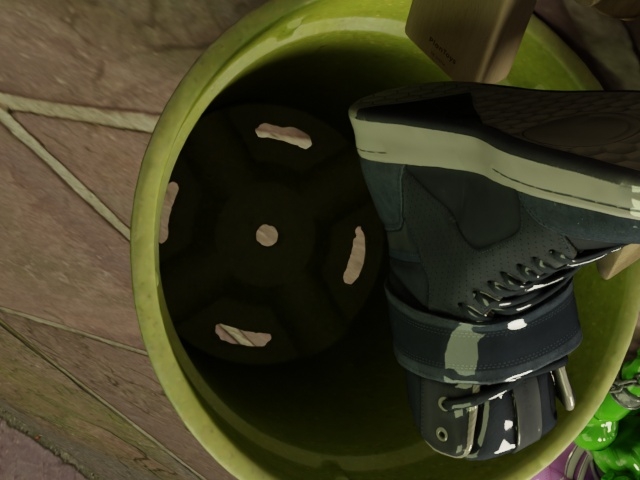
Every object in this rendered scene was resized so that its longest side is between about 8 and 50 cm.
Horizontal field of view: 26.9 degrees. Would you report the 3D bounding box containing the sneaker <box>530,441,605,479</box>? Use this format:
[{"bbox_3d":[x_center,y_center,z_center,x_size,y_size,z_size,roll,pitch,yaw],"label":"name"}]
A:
[{"bbox_3d":[0.181,0.228,1.198,0.102,0.161,0.282,15,155,37],"label":"sneaker"}]

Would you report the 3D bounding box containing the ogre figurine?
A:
[{"bbox_3d":[0.266,0.159,1.024,0.197,0.097,0.118,23,148,-35],"label":"ogre figurine"}]

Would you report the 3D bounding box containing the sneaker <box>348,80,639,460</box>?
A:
[{"bbox_3d":[0.096,0.022,0.555,0.226,0.086,0.163,20,121,63],"label":"sneaker"}]

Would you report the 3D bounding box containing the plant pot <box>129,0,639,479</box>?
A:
[{"bbox_3d":[0.000,0.000,0.774,0.276,0.276,0.254,35,171,-18],"label":"plant pot"}]

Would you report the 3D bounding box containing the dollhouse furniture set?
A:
[{"bbox_3d":[0.140,-0.102,0.611,0.151,0.123,0.144,47,148,23],"label":"dollhouse furniture set"}]
